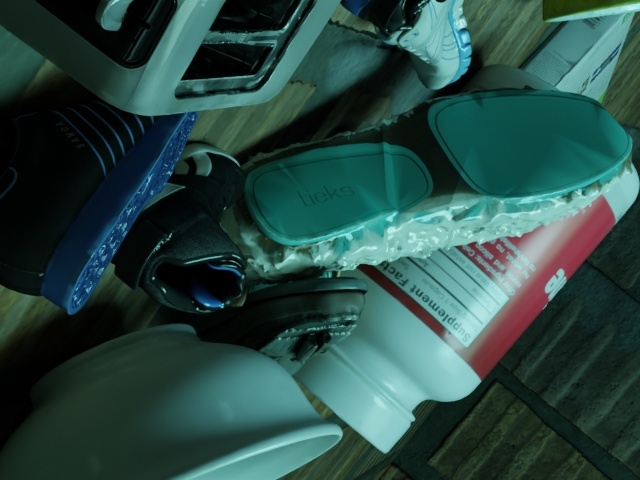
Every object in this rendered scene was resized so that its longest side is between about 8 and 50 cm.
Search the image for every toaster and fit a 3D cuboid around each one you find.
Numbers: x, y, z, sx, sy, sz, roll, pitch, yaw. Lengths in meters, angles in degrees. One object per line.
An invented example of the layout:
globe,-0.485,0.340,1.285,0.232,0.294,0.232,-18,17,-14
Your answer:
toaster,-0.057,-0.159,0.632,0.168,0.110,0.186,-56,164,22

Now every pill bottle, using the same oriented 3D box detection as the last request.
pill bottle,0.138,0.025,1.382,0.407,0.229,0.229,-49,165,-4

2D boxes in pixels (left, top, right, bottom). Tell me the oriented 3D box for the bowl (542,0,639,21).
bowl,0.363,-0.319,1.280,0.289,0.289,0.156,-20,105,-61

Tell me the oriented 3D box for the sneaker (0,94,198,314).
sneaker,-0.136,-0.054,0.737,0.081,0.090,0.232,-63,-179,37

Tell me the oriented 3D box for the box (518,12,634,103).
box,0.314,-0.187,1.708,0.232,0.058,0.322,-46,163,-14

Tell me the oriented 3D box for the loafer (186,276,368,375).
loafer,-0.037,0.090,1.103,0.096,0.084,0.267,2,168,-29

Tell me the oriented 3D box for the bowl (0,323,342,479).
bowl,-0.142,0.156,1.002,0.298,0.134,0.298,-24,166,-6

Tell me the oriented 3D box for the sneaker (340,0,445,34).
sneaker,0.077,-0.219,0.909,0.152,0.084,0.058,-51,165,4

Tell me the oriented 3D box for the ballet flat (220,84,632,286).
ballet flat,0.083,-0.044,1.122,0.409,0.147,0.147,-12,147,-25

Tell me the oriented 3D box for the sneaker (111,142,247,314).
sneaker,-0.089,-0.001,0.888,0.079,0.121,0.217,-55,164,21

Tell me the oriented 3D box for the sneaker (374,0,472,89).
sneaker,0.079,-0.183,1.055,0.083,0.071,0.190,-39,154,-16

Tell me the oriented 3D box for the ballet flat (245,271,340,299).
ballet flat,0.000,0.000,1.231,0.232,0.080,0.073,-59,174,30
